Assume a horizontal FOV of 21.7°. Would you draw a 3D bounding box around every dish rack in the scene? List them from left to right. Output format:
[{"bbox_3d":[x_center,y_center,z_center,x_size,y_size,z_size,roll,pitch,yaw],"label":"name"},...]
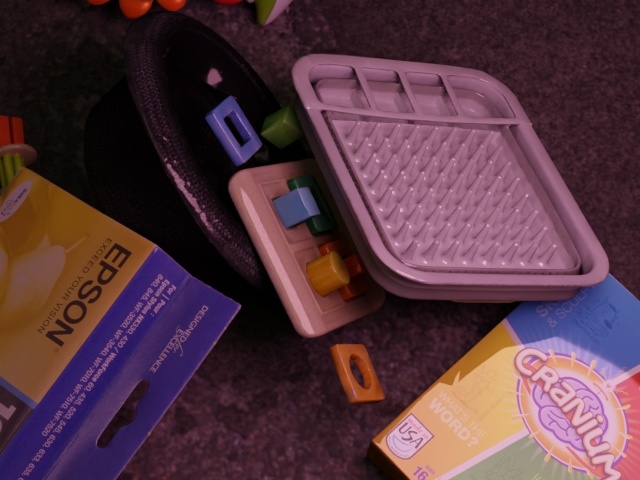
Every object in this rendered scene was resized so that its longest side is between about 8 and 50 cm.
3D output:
[{"bbox_3d":[0.122,-0.056,1.747,0.285,0.072,0.333,2,44,-30],"label":"dish rack"}]

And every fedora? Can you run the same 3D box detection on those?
[{"bbox_3d":[-0.137,-0.068,1.752,0.152,0.334,0.334,-27,65,25],"label":"fedora"}]

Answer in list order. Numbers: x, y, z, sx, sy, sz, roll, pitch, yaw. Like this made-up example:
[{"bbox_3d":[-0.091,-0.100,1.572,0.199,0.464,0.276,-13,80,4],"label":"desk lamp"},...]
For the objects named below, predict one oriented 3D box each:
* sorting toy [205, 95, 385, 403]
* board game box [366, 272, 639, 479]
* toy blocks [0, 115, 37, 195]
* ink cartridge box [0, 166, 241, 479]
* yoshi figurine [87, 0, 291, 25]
[{"bbox_3d":[0.000,0.000,1.707,0.047,0.196,0.347,-27,86,25],"label":"sorting toy"},{"bbox_3d":[0.243,0.195,1.721,0.316,0.064,0.242,-41,74,-18],"label":"board game box"},{"bbox_3d":[-0.375,-0.104,1.831,0.123,0.054,0.148,-11,67,-6],"label":"toy blocks"},{"bbox_3d":[-0.278,0.111,1.639,0.307,0.072,0.303,27,76,40],"label":"ink cartridge box"},{"bbox_3d":[-0.130,-0.380,1.900,0.362,0.203,0.203,-4,51,-2],"label":"yoshi figurine"}]
